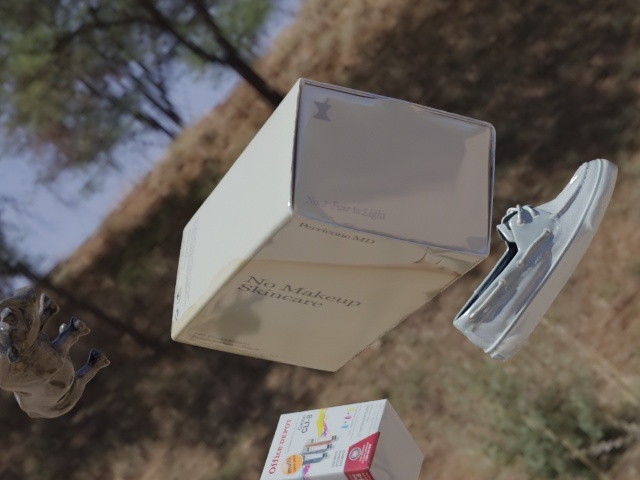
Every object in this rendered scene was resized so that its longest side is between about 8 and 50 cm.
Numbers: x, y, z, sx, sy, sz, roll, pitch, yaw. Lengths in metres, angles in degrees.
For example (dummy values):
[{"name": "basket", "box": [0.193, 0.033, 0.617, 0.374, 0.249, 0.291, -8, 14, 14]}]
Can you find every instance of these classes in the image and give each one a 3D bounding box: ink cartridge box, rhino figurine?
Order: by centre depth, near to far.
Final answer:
[{"name": "rhino figurine", "box": [-0.298, 0.117, 1.606, 0.106, 0.073, 0.243, -53, -20, -16]}, {"name": "ink cartridge box", "box": [0.029, 0.316, 2.120, 0.176, 0.127, 0.128, -13, 38, 29]}]

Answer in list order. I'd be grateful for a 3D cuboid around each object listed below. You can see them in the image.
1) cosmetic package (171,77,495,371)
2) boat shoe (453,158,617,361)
[{"name": "cosmetic package", "box": [0.000, 0.000, 1.212, 0.309, 0.160, 0.113, 135, 144, -62]}, {"name": "boat shoe", "box": [0.209, 0.007, 1.507, 0.227, 0.081, 0.079, -58, 4, -3]}]
